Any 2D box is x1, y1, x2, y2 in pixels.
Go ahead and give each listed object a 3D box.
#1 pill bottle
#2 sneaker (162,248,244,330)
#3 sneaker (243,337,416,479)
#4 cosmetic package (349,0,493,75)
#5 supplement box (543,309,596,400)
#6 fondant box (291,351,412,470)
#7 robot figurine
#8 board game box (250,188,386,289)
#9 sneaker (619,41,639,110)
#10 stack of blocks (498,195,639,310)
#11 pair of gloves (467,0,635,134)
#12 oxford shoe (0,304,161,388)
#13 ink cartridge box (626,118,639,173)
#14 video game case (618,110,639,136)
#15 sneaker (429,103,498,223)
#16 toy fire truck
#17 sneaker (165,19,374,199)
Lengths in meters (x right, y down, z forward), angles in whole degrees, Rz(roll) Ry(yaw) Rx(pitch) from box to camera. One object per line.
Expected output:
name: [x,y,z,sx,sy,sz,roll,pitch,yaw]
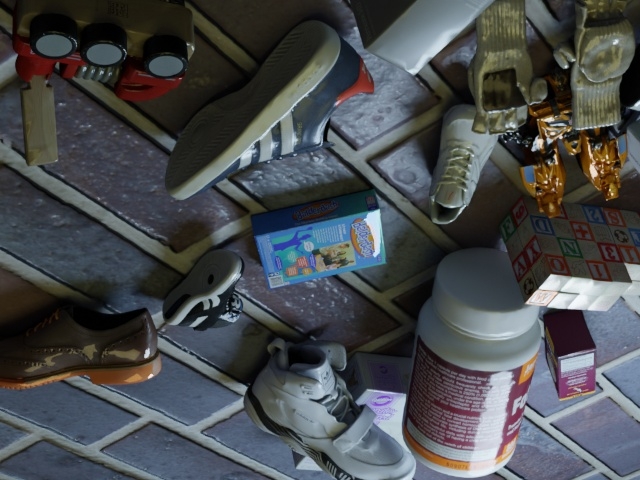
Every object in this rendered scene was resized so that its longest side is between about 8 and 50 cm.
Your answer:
pill bottle: [0.279,0.222,2.128,0.224,0.224,0.392,-4,127,-12]
sneaker: [-0.167,0.086,1.995,0.121,0.079,0.217,14,144,-37]
sneaker: [0.030,0.325,2.210,0.365,0.137,0.210,28,134,11]
cosmetic package: [0.151,-0.339,1.480,0.107,0.127,0.238,23,129,-39]
supplement box: [0.507,0.232,2.366,0.080,0.104,0.188,-15,143,3]
fondant box: [0.111,0.368,2.433,0.238,0.096,0.330,9,137,-27]
robot figurine: [0.392,-0.160,1.825,0.211,0.085,0.291,-19,144,6]
board game box: [0.000,0.000,1.948,0.210,0.047,0.160,-12,143,-1]
sneaker: [0.582,-0.283,1.665,0.178,0.124,0.295,14,133,-21]
stack of blocks: [0.477,0.030,2.032,0.297,0.171,0.087,6,140,-25]
pair of gloves: [0.330,-0.247,1.655,0.240,0.042,0.204,-3,118,-7]
oxford shoe: [-0.460,0.171,2.006,0.363,0.130,0.133,-3,110,-3]
ink cartridge box: [0.594,-0.149,1.780,0.203,0.148,0.086,-27,142,-2]
video game case: [0.608,-0.227,1.856,0.193,0.023,0.212,3,140,-21]
sneaker: [0.216,-0.109,1.799,0.090,0.115,0.232,13,142,8]
toy fire truck: [-0.298,-0.215,1.504,0.217,0.159,0.246,7,151,-25]
sneaker: [-0.069,-0.152,1.653,0.350,0.131,0.148,-36,134,27]
